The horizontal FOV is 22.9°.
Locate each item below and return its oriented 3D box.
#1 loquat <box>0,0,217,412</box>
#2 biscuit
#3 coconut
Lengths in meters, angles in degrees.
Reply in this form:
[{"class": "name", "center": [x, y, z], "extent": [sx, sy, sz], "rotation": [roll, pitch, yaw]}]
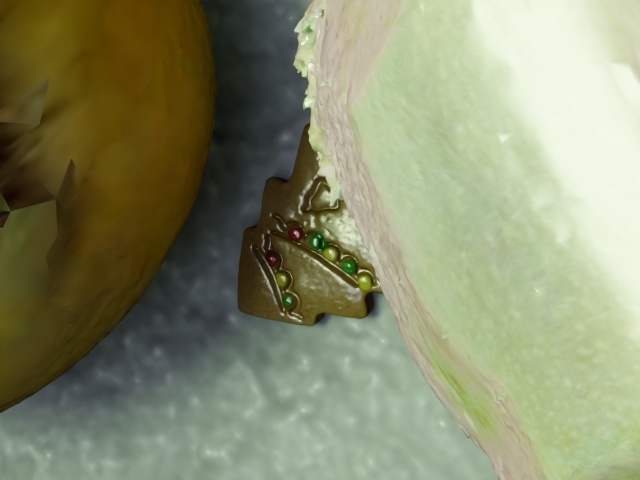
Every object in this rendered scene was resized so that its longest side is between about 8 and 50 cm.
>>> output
[{"class": "loquat", "center": [-0.171, -0.052, 0.577], "extent": [0.263, 0.263, 0.263], "rotation": [2, 96, 20]}, {"class": "biscuit", "center": [0.000, 0.000, 0.630], "extent": [0.092, 0.016, 0.082], "rotation": [-35, 84, 18]}, {"class": "coconut", "center": [0.123, -0.021, 0.485], "extent": [0.233, 0.233, 0.245], "rotation": [-34, 76, 20]}]
